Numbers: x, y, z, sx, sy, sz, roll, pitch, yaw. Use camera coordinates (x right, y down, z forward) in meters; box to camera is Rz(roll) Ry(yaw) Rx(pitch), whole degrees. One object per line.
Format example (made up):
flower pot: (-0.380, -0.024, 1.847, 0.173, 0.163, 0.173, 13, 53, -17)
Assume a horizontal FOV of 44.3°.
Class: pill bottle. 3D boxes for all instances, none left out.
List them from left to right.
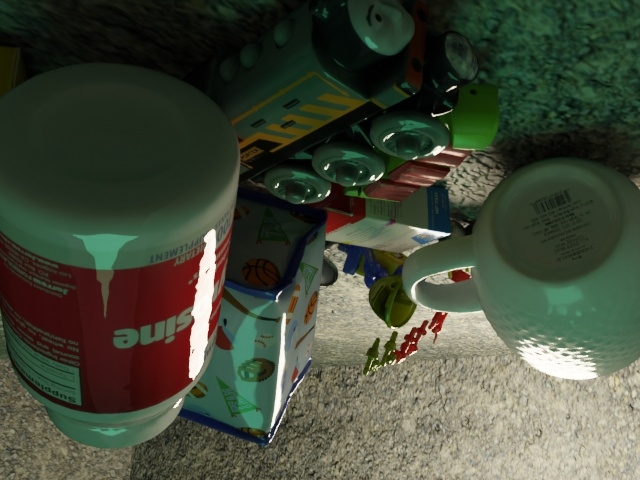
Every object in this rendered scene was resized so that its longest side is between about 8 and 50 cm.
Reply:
pill bottle: (-0.215, 0.043, 0.820, 0.229, 0.229, 0.408, 4, 137, -10)

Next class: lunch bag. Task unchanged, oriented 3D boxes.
lunch bag: (-0.212, 0.083, 1.144, 0.385, 0.239, 0.328, 18, 130, 12)

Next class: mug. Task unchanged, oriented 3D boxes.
mug: (0.302, 0.039, 1.124, 0.374, 0.276, 0.328, -10, 157, 18)

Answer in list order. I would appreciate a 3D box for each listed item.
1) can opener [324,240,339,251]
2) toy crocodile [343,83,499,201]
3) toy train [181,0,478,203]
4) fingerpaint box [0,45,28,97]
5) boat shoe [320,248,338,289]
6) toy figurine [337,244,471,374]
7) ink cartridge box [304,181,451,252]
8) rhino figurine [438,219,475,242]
can opener: (0.000, 0.000, 1.342, 0.073, 0.059, 0.186, 44, 129, -3)
toy crocodile: (0.112, -0.106, 0.947, 0.115, 0.105, 0.340, 7, 163, -20)
toy train: (-0.008, -0.142, 0.797, 0.190, 0.142, 0.334, 24, 153, -33)
fingerpaint box: (-0.532, -0.086, 0.940, 0.371, 0.163, 0.445, 5, 163, -12)
boat shoe: (-0.041, 0.038, 1.473, 0.079, 0.095, 0.254, 1, 159, 41)
toy figurine: (0.098, 0.079, 1.384, 0.217, 0.191, 0.362, 32, -160, 23)
ink cartridge box: (0.068, -0.046, 1.200, 0.231, 0.078, 0.134, 10, 161, -30)
rhino figurine: (0.281, 0.003, 1.371, 0.243, 0.073, 0.106, 11, 158, -27)
